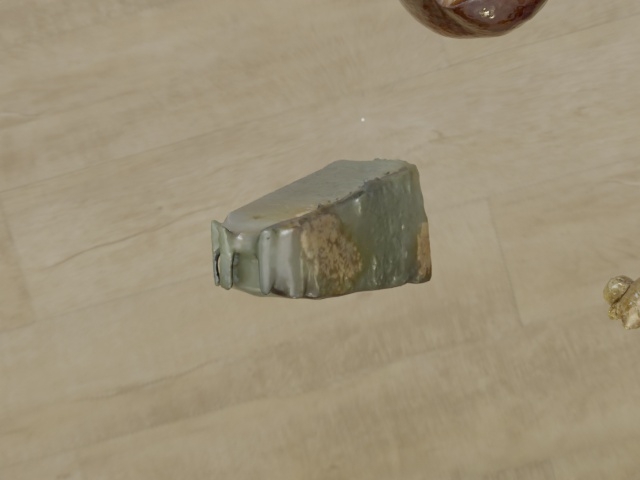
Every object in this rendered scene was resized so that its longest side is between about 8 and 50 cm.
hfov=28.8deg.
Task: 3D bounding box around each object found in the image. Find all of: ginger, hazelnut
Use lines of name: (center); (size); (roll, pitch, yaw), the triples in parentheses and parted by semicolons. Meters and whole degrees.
ginger: (0.435, 0.051, 1.490); (0.176, 0.193, 0.052); (-38, 110, 2)
hazelnut: (0.165, -0.306, 1.359); (0.202, 0.160, 0.170); (19, 73, 40)

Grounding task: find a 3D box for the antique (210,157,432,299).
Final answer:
antique: (0.000, 0.000, 1.385); (0.125, 0.284, 0.150); (4, 103, 37)
